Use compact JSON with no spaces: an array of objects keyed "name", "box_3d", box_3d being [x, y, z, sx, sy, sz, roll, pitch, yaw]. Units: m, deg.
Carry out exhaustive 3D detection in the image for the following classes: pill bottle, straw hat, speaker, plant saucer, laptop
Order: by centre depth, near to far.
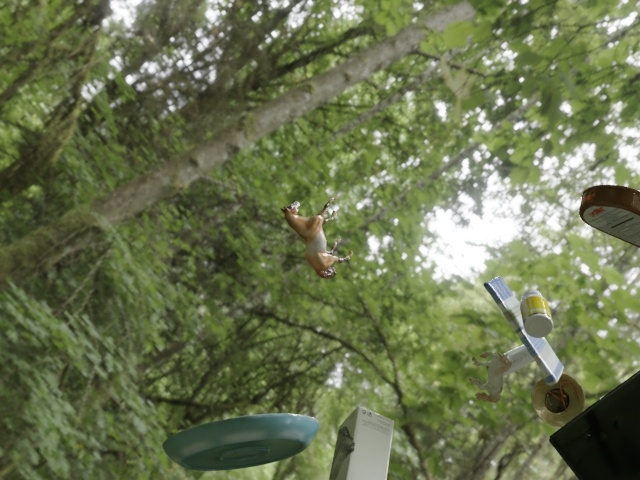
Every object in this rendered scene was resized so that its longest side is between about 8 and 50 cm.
[{"name":"plant saucer","box_3d":[-0.155,0.413,1.480,0.318,0.317,0.044,88,-7,-62]},{"name":"pill bottle","box_3d":[0.493,0.165,1.693,0.065,0.065,0.116,56,22,-24]},{"name":"laptop","box_3d":[0.826,0.536,1.698,0.408,0.382,0.236,52,5,5]},{"name":"straw hat","box_3d":[0.617,0.423,1.931,0.144,0.144,0.061,41,-17,16]},{"name":"speaker","box_3d":[0.529,0.334,2.037,0.055,0.136,0.055,155,-90,-86]}]

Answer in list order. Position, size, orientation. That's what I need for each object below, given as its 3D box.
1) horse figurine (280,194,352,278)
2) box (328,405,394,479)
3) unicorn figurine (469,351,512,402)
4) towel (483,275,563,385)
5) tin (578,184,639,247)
[{"name":"horse figurine","box_3d":[0.000,0.000,1.993,0.066,0.174,0.264,8,-61,43]},{"name":"box","box_3d":[0.078,0.500,1.551,0.094,0.275,0.113,25,-48,-8]},{"name":"unicorn figurine","box_3d":[0.404,0.307,1.729,0.111,0.060,0.162,15,-58,53]},{"name":"towel","box_3d":[0.494,0.216,1.795,0.285,0.034,0.209,57,18,11]},{"name":"tin","box_3d":[0.475,-0.028,1.091,0.189,0.040,0.106,22,-21,-6]}]
